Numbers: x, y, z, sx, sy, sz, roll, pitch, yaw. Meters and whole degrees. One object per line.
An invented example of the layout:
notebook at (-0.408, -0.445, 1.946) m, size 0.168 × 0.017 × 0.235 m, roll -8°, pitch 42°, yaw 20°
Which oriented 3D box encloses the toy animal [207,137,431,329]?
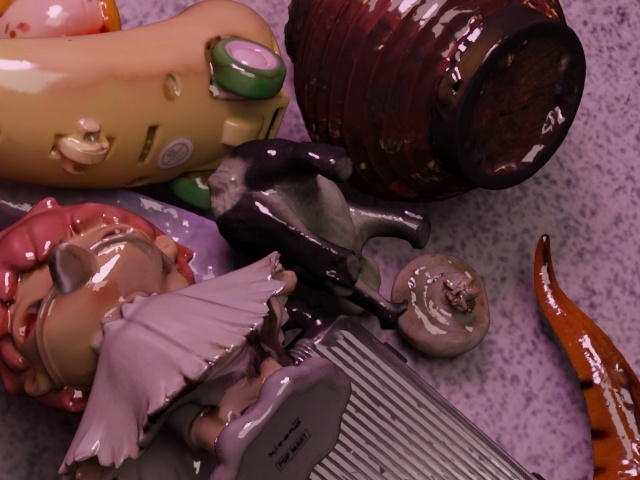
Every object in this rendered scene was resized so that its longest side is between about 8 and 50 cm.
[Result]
toy animal at (0.000, 0.000, 1.393) m, size 0.121 × 0.225 × 0.094 m, roll 11°, pitch 77°, yaw 31°

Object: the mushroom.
mushroom at (0.099, 0.046, 1.476) m, size 0.085 × 0.079 × 0.085 m, roll 7°, pitch 66°, yaw -15°

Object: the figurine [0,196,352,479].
figurine at (-0.141, 0.051, 1.261) m, size 0.387 × 0.166 × 0.207 m, roll 30°, pitch 73°, yaw 41°

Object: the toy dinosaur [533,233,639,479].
toy dinosaur at (0.270, 0.210, 1.467) m, size 0.208 × 0.097 × 0.432 m, roll 5°, pitch 63°, yaw -8°

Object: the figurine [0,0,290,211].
figurine at (-0.164, -0.128, 1.395) m, size 0.324 × 0.124 × 0.222 m, roll -7°, pitch 43°, yaw -41°

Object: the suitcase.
suitcase at (0.031, 0.199, 1.358) m, size 0.312 × 0.128 × 0.202 m, roll 42°, pitch 62°, yaw 0°

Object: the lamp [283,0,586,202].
lamp at (0.082, -0.143, 1.475) m, size 0.247 × 0.247 × 0.247 m, roll 8°, pitch 66°, yaw -17°

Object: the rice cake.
rice cake at (-0.226, -0.033, 1.394) m, size 0.399 × 0.070 × 0.064 m, roll 21°, pitch 65°, yaw -11°
